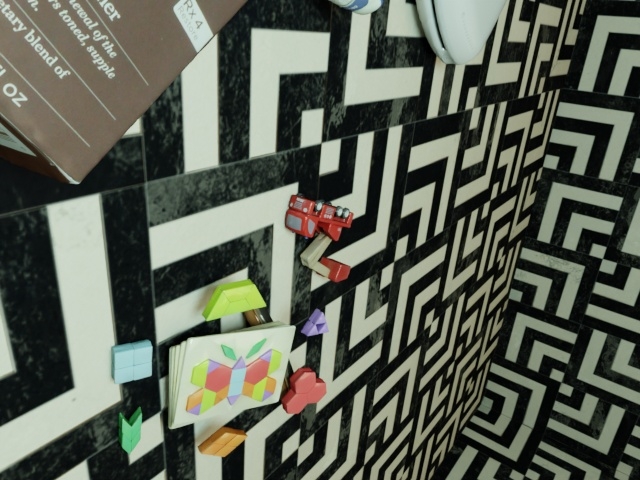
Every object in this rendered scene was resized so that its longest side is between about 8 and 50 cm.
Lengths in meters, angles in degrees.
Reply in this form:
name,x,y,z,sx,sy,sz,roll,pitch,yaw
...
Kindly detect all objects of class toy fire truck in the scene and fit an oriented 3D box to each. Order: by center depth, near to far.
name,x,y,z,sx,sy,sz,roll,pitch,yaw
toy fire truck,0.000,0.000,0.858,0.192,0.047,0.135,9,101,-57

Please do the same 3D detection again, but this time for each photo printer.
name,x,y,z,sx,sy,sz,roll,pitch,yaw
photo printer,0.279,-0.511,0.935,0.308,0.107,0.256,-61,147,-13

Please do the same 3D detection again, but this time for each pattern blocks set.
name,x,y,z,sx,sy,sz,roll,pitch,yaw
pattern blocks set,-0.122,0.189,0.708,0.324,0.026,0.286,-17,121,-30

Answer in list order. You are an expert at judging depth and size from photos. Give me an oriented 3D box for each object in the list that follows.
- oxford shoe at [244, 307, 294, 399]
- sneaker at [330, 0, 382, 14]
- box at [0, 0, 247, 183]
name,x,y,z,sx,sy,sz,roll,pitch,yaw
oxford shoe,-0.093,0.185,0.808,0.076,0.076,0.212,-17,118,-4
sneaker,0.085,-0.436,0.630,0.131,0.112,0.296,24,104,-28
box,-0.159,-0.251,0.393,0.381,0.143,0.191,-58,146,-21
